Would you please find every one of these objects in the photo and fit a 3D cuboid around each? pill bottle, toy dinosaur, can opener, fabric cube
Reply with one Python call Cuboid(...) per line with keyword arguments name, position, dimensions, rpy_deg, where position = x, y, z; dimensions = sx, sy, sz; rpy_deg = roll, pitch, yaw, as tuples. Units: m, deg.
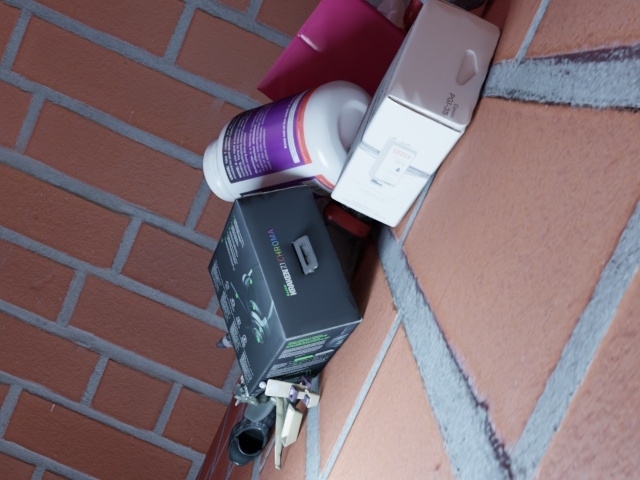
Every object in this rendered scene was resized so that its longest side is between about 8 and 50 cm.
Cuboid(name="pill bottle", position=(-0.053, -0.153, 1.630), dimensions=(0.323, 0.181, 0.182), rpy_deg=(-10, 48, 43))
Cuboid(name="toy dinosaur", position=(-0.077, 0.256, 1.637), dimensions=(0.064, 0.118, 0.268), rpy_deg=(-43, 19, 39))
Cuboid(name="can opener", position=(-0.089, 0.224, 1.801), dimensions=(0.074, 0.093, 0.280), rpy_deg=(-41, -20, -56))
Cuboid(name="fabric cube", position=(0.058, -0.329, 1.867), dimensions=(0.259, 0.258, 0.254), rpy_deg=(-52, 6, 10))

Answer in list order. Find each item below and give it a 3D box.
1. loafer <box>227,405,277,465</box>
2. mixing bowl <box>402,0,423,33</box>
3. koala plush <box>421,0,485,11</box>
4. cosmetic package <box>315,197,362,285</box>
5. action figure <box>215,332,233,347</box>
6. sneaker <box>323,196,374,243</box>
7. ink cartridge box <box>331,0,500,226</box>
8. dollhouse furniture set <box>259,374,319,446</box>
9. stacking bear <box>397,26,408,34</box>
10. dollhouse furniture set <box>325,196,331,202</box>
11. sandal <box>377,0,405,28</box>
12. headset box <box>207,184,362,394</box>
Cuboid(name="loafer", position=(-0.149, 0.409, 1.948), dimensions=(0.223, 0.076, 0.078), rpy_deg=(119, 175, -46))
Cuboid(name="mixing bowl", position=(0.228, -0.467, 1.917), dimensions=(0.181, 0.098, 0.181), rpy_deg=(-156, 90, -87))
Cuboid(name="koala plush", position=(0.227, -0.472, 1.475), dimensions=(0.221, 0.196, 0.203), rpy_deg=(149, 133, -82))
Cuboid(name="cosmetic package", position=(-0.042, 0.012, 1.786), dimensions=(0.151, 0.184, 0.151), rpy_deg=(-31, 24, 32))
Cuboid(name="action figure", position=(-0.110, 0.196, 1.978), dimensions=(0.330, 0.178, 0.341), rpy_deg=(118, 171, -50))
Cuboid(name="sneaker", position=(0.079, -0.087, 1.725), dimensions=(0.135, 0.097, 0.276), rpy_deg=(-56, 2, 14))
Cuboid(name="ink cartridge box", position=(0.133, -0.182, 1.379), dimensions=(0.283, 0.117, 0.207), rpy_deg=(120, 173, -60))
Cuboid(name="dollhouse furniture set", position=(-0.062, 0.278, 1.514), dimensions=(0.091, 0.081, 0.114), rpy_deg=(-142, 65, -68))
Cuboid(name="stacking bear", position=(0.097, -0.427, 2.213), dimensions=(0.289, 0.175, 0.164), rpy_deg=(0, 47, 37))
Cuboid(name="dollhouse furniture set", position=(0.000, 0.000, 2.086), dimensions=(0.151, 0.144, 0.123), rpy_deg=(-45, 22, 38))
Cuboid(name="sandal", position=(0.166, -0.397, 2.348), dimensions=(0.169, 0.102, 0.416), rpy_deg=(-167, 90, -71))
Cuboid(name="headset box", position=(-0.066, 0.080, 1.529), dimensions=(0.283, 0.131, 0.246), rpy_deg=(120, 134, -58))
